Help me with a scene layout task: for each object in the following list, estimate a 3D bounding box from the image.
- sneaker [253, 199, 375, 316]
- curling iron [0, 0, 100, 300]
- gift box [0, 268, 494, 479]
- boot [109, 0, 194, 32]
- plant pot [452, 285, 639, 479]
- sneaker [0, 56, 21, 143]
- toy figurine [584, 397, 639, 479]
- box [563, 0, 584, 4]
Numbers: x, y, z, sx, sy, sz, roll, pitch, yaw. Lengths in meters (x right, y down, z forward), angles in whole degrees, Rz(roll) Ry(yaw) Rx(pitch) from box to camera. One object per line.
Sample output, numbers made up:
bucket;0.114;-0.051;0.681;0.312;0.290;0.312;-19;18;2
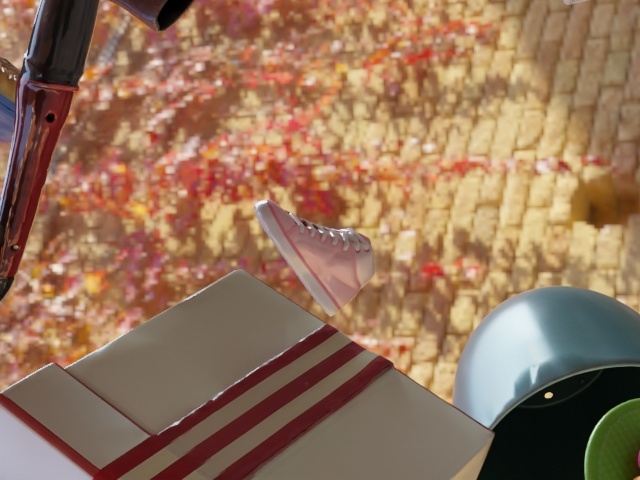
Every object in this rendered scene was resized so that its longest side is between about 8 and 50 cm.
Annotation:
sneaker;0.000;0.000;1.038;0.134;0.070;0.051;54;179;-34
curling iron;-0.141;-0.071;0.588;0.068;0.035;0.274;-17;-42;-61
gift box;-0.066;0.217;0.768;0.258;0.255;0.276;-29;-41;-50
boot;-0.151;-0.305;1.054;0.248;0.207;0.090;-57;-18;-19
plant pot;0.282;0.188;1.365;0.235;0.293;0.293;-101;-6;-59
sneaker;-0.344;-0.119;0.844;0.296;0.112;0.131;24;-85;-19
toy figurine;0.271;0.131;0.726;0.130;0.173;0.159;-59;-3;-36
box;0.139;-0.218;0.484;0.182;0.119;0.181;55;-159;-80
